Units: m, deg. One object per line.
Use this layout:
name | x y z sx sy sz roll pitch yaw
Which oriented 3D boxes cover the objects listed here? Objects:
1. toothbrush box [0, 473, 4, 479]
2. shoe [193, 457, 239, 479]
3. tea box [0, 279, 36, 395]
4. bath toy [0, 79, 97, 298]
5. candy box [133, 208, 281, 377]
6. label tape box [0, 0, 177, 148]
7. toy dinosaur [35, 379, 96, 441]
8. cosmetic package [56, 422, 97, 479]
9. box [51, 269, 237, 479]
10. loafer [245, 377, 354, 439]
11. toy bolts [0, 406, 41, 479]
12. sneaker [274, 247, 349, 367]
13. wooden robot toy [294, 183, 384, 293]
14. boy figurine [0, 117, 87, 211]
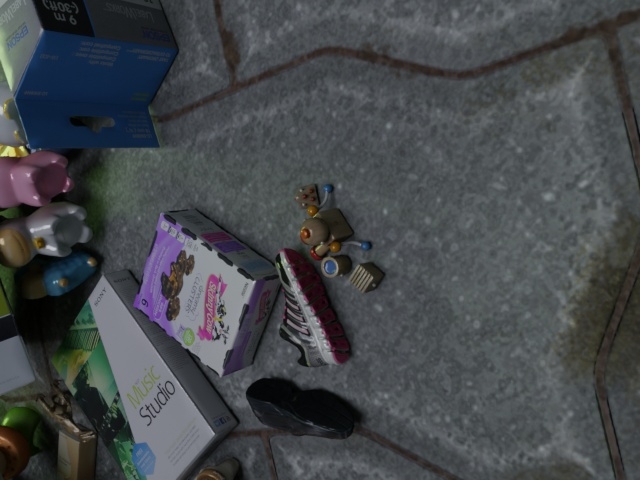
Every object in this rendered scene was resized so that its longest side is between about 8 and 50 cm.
toothbrush box | -0.563 0.535 1.153 0.126 0.216 0.295 -21 96 6
shoe | -0.185 0.416 1.130 0.076 0.058 0.219 35 121 3
tea box | -0.646 0.095 1.193 0.329 0.220 0.323 4 112 61
bath toy | -0.465 -0.081 1.136 0.129 0.151 0.348 18 125 33
candy box | -0.165 0.072 1.051 0.196 0.070 0.165 33 113 27
label tape box | -0.328 -0.301 1.008 0.106 0.241 0.333 -25 83 32
toy dinosaur | -0.450 0.290 1.246 0.183 0.053 0.092 23 134 46
cosmetic package | -0.437 0.395 1.302 0.060 0.041 0.115 15 105 32
box | -0.296 0.241 1.174 0.322 0.058 0.232 50 121 20
loafer | -0.024 0.240 0.995 0.170 0.062 0.061 13 126 36
toy bolts | -0.638 0.438 1.339 0.218 0.158 0.228 5 103 6
sneaker | -0.029 0.095 0.966 0.075 0.063 0.170 -27 86 28
wooden robot toy | 0.000 0.000 0.923 0.076 0.079 0.173 -42 73 31
boy figurine | -0.520 -0.144 1.253 0.285 0.092 0.177 -32 82 30
